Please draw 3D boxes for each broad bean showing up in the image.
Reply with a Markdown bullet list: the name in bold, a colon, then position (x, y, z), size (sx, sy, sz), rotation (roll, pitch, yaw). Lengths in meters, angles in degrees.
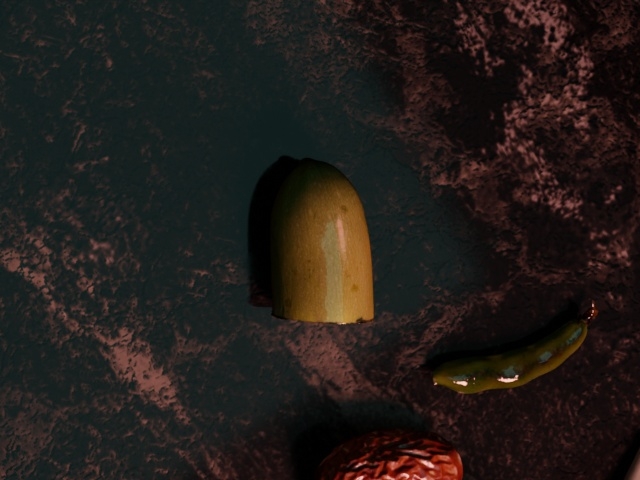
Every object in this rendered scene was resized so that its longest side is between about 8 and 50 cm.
- **broad bean**: position (0.239, 0.139, 1.590), size (0.226, 0.039, 0.069), rotation (-24, 107, -14)

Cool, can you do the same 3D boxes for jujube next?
- **jujube**: position (0.079, 0.277, 1.524), size (0.176, 0.109, 0.112), rotation (-13, 134, -23)

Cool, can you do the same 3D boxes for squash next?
- **squash**: position (0.000, 0.000, 1.471), size (0.123, 0.123, 0.187), rotation (-4, 92, -16)

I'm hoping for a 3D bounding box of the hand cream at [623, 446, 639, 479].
- **hand cream**: position (0.408, 0.345, 1.652), size (0.124, 0.078, 0.341), rotation (36, 77, -16)
